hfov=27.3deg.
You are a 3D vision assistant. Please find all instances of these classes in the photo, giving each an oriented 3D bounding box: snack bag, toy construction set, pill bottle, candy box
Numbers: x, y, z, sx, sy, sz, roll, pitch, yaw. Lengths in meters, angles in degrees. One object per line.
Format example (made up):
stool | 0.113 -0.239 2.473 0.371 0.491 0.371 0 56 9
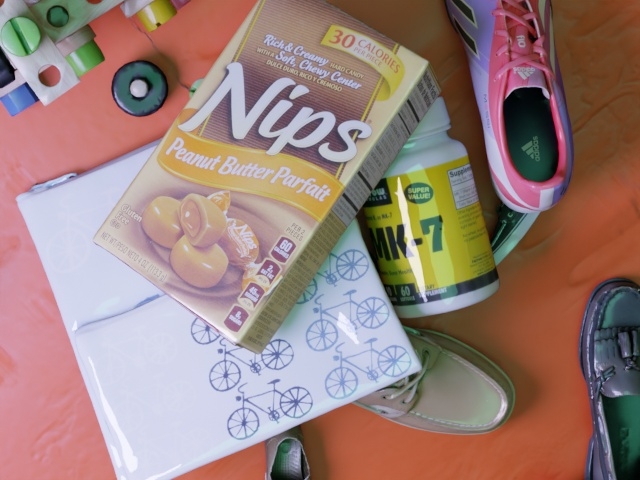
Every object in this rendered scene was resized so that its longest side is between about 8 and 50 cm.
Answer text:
snack bag | -0.108 0.038 1.315 0.323 0.037 0.343 -23 77 3
toy construction set | -0.238 -0.257 1.235 0.257 0.237 0.309 -8 98 -3
pill bottle | 0.103 -0.035 1.347 0.119 0.119 0.209 -15 96 -2
candy box | -0.049 -0.073 1.259 0.183 0.087 0.316 33 88 18

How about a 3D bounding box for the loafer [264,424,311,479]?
loafer | -0.035 0.264 1.411 0.056 0.050 0.148 -11 98 -3

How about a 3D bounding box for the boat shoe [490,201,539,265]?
boat shoe | 0.210 -0.034 1.395 0.040 0.049 0.142 37 89 3

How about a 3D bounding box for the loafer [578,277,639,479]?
loafer | 0.332 0.177 1.408 0.096 0.084 0.268 -2 98 -4

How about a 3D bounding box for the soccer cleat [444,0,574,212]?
soccer cleat | 0.195 -0.187 1.323 0.108 0.116 0.318 -11 87 0

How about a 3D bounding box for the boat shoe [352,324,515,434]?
boat shoe | 0.066 0.133 1.376 0.302 0.098 0.109 23 94 -6

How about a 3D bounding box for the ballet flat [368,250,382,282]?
ballet flat | 0.000 0.000 1.379 0.173 0.049 0.057 35 93 -8
